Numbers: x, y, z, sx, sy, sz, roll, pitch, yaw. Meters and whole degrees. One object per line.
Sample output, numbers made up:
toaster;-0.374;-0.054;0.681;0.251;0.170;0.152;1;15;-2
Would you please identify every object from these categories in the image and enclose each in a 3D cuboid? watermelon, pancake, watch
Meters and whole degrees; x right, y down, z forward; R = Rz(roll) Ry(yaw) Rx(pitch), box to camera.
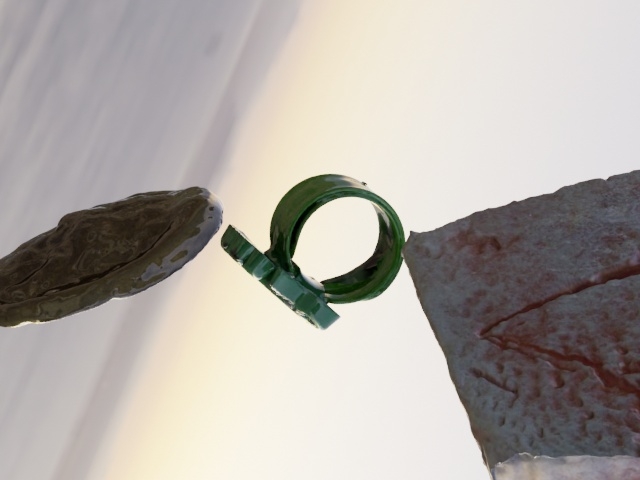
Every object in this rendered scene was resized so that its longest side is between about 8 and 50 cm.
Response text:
watermelon;0.136;0.100;0.841;0.213;0.201;0.262;-109;-146;-44
pancake;-0.199;0.011;1.548;0.241;0.050;0.242;-22;-163;7
watch;0.000;0.000;1.854;0.152;0.165;0.131;-47;-160;2
